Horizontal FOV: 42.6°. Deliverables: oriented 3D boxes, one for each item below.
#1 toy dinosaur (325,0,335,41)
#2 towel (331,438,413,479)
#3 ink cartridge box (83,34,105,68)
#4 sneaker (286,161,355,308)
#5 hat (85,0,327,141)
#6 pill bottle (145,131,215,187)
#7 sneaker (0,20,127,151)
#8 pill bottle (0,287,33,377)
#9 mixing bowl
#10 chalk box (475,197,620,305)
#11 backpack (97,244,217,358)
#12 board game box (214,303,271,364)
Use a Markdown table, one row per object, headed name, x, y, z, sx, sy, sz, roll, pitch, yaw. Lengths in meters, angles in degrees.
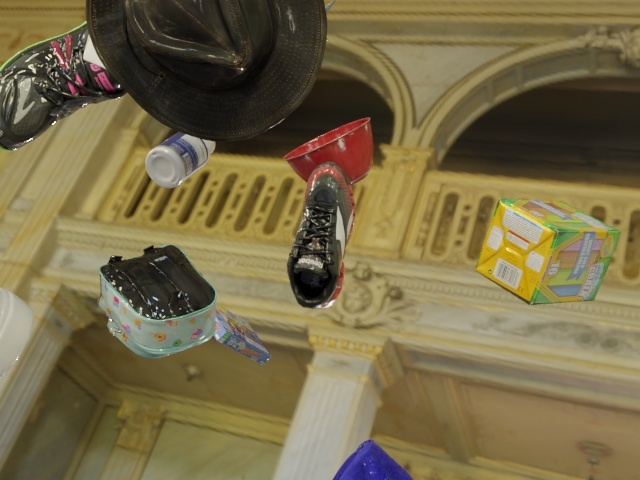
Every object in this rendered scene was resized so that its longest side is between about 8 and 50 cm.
| name | x | y | z | sx | sy | sz | roll | pitch | yaw |
| --- | --- | --- | --- | --- | --- | --- | --- | --- | --- |
| toy dinosaur | -0.098 | -0.395 | 1.716 | 0.314 | 0.160 | 0.121 | -14 | -55 | 37 |
| towel | 0.145 | 0.466 | 1.294 | 0.308 | 0.228 | 0.076 | 43 | -59 | 7 |
| ink cartridge box | -0.296 | -0.330 | 1.494 | 0.159 | 0.092 | 0.218 | 25 | 13 | 19 |
| sneaker | 0.000 | 0.000 | 1.461 | 0.098 | 0.276 | 0.135 | 10 | 12 | 10 |
| hat | -0.148 | -0.285 | 1.047 | 0.331 | 0.331 | 0.134 | 24 | 10 | -6 |
| pill bottle | -0.302 | -0.189 | 1.804 | 0.094 | 0.169 | 0.094 | 11 | -59 | 19 |
| sneaker | -0.554 | -0.383 | 1.864 | 0.202 | 0.483 | 0.185 | 25 | -27 | 50 |
| pill bottle | -0.475 | 0.046 | 0.905 | 0.169 | 0.169 | 0.301 | -7 | -38 | 38 |
| mixing bowl | 0.031 | -0.152 | 1.559 | 0.181 | 0.181 | 0.098 | -13 | -72 | 44 |
| chalk box | 0.385 | 0.016 | 1.337 | 0.213 | 0.132 | 0.132 | -1 | 25 | -37 |
| backpack | -0.262 | 0.110 | 1.351 | 0.188 | 0.166 | 0.144 | 31 | -56 | 41 |
| board game box | -0.219 | 0.229 | 2.072 | 0.136 | 0.035 | 0.201 | 50 | 6 | 40 |
